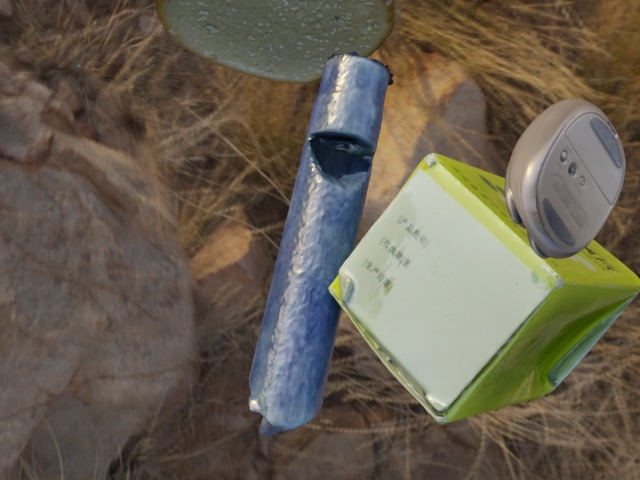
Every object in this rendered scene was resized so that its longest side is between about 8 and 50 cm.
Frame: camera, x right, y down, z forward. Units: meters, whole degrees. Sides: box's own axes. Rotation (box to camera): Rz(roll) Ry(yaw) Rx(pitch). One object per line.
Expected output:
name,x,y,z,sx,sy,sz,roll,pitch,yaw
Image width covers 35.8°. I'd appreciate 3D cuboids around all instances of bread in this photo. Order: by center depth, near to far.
bread,-0.042,-0.234,0.926,0.236,0.236,0.069,8,67,-15

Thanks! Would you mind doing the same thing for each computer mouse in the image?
computer mouse,0.126,-0.033,0.527,0.066,0.039,0.096,51,59,-24

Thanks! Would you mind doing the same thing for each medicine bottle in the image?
medicine bottle,0.137,0.037,0.780,0.137,0.250,0.141,44,108,25

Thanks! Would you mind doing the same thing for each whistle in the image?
whistle,0.000,0.000,0.768,0.062,0.062,0.304,18,70,-16
